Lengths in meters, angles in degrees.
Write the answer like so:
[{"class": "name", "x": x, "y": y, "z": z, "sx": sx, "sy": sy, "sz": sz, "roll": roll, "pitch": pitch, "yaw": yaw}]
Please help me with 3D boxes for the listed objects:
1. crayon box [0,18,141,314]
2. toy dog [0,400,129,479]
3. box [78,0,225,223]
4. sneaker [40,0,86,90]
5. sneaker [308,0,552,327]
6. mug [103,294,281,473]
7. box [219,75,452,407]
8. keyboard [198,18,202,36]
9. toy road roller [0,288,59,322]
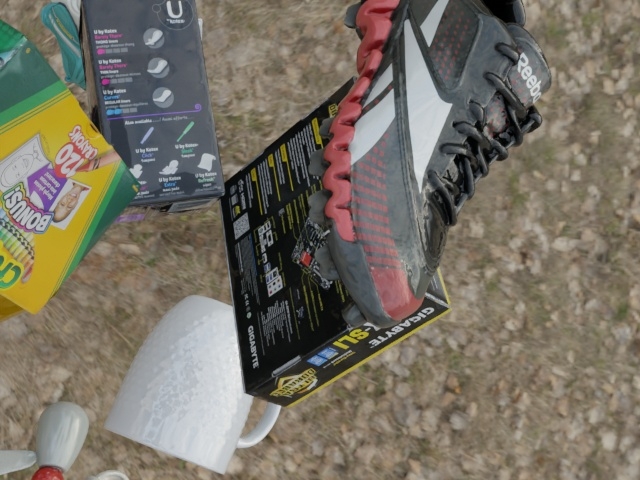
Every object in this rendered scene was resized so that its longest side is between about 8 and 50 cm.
[{"class": "crayon box", "x": -0.271, "y": -0.056, "z": 0.734, "sx": 0.081, "sy": 0.278, "sz": 0.165, "roll": 34, "pitch": 78, "yaw": 16}, {"class": "toy dog", "x": -0.441, "y": 0.397, "z": 1.216, "sx": 0.334, "sy": 0.161, "sz": 0.220, "roll": -54, "pitch": 128, "yaw": -48}, {"class": "box", "x": -0.223, "y": -0.169, "z": 1.123, "sx": 0.143, "sy": 0.165, "sz": 0.270, "roll": -8, "pitch": 86, "yaw": -18}, {"class": "sneaker", "x": -0.347, "y": -0.268, "z": 1.384, "sx": 0.107, "sy": 0.110, "sz": 0.275, "roll": -67, "pitch": 145, "yaw": -45}, {"class": "sneaker", "x": 0.075, "y": -0.073, "z": 0.552, "sx": 0.097, "sy": 0.135, "sz": 0.276, "roll": 54, "pitch": 41, "yaw": -50}, {"class": "mug", "x": -0.239, "y": 0.320, "z": 1.899, "sx": 0.374, "sy": 0.276, "sz": 0.328, "roll": 32, "pitch": 70, "yaw": -33}, {"class": "box", "x": 0.000, "y": 0.000, "z": 1.038, "sx": 0.079, "sy": 0.257, "sz": 0.322, "roll": 28, "pitch": 38, "yaw": -41}, {"class": "keyboard", "x": -0.333, "y": -0.363, "z": 1.627, "sx": 0.256, "sy": 0.014, "sz": 0.072, "roll": -20, "pitch": 141, "yaw": -32}, {"class": "toy road roller", "x": -0.435, "y": -0.001, "z": 1.022, "sx": 0.202, "sy": 0.329, "sz": 0.241, "roll": -24, "pitch": 100, "yaw": 1}]
